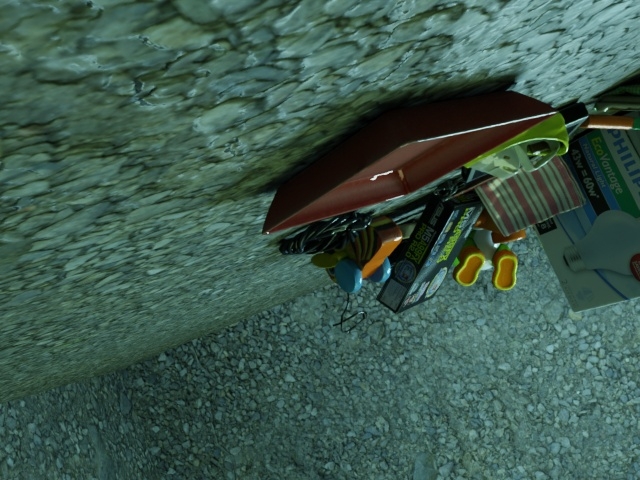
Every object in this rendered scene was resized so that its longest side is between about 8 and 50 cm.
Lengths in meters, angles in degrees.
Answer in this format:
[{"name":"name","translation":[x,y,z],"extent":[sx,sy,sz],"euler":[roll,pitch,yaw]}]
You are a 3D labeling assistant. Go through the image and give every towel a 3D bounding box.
[{"name":"towel","translation":[0.433,-0.098,1.568],"extent":[0.197,0.144,0.029],"euler":[-26,-164,34]}]

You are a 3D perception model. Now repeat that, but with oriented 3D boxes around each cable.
[{"name":"cable","translation":[0.000,0.000,1.342],"extent":[0.151,0.047,0.184],"euler":[-18,173,-34]}]

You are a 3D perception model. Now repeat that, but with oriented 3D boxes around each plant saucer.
[{"name":"plant saucer","translation":[0.089,-0.093,0.836],"extent":[0.259,0.047,0.258],"euler":[-16,172,-39]}]

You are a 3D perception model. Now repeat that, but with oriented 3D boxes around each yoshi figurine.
[{"name":"yoshi figurine","translation":[0.419,0.037,2.060],"extent":[0.203,0.203,0.362],"euler":[-31,-161,14]}]

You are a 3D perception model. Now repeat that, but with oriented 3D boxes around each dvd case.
[{"name":"dvd case","translation":[0.318,-0.152,1.209],"extent":[0.179,0.029,0.239],"euler":[-22,174,7]}]

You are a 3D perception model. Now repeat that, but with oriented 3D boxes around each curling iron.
[{"name":"curling iron","translation":[0.343,-0.136,1.409],"extent":[0.274,0.035,0.068],"euler":[-23,174,10]}]

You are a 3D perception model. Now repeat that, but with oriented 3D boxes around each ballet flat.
[{"name":"ballet flat","translation":[0.254,-0.124,0.998],"extent":[0.231,0.077,0.077],"euler":[-17,173,-35]}]

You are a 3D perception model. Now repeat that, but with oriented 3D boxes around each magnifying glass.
[{"name":"magnifying glass","translation":[0.512,-0.187,1.207],"extent":[0.231,0.026,0.092],"euler":[0,-170,-23]}]

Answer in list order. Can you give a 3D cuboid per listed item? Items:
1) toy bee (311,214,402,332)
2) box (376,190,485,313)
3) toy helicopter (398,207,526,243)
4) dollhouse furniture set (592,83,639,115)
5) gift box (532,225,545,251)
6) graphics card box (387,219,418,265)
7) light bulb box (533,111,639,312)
[{"name":"toy bee","translation":[0.050,0.039,1.534],"extent":[0.195,0.162,0.298],"euler":[-1,136,-49]},{"name":"box","translation":[0.245,0.018,1.631],"extent":[0.216,0.060,0.270],"euler":[-10,130,-60]},{"name":"toy helicopter","translation":[0.332,-0.042,1.795],"extent":[0.355,0.140,0.235],"euler":[-11,-179,6]},{"name":"dollhouse furniture set","translation":[0.584,-0.252,1.087],"extent":[0.302,0.151,0.198],"euler":[12,-167,42]},{"name":"gift box","translation":[0.660,-0.088,1.937],"extent":[0.258,0.255,0.276],"euler":[-23,168,-10]},{"name":"graphics card box","translation":[0.194,0.032,2.103],"extent":[0.233,0.094,0.371],"euler":[-23,173,10]},{"name":"light bulb box","translation":[0.658,-0.068,1.593],"extent":[0.225,0.357,0.361],"euler":[-21,173,-25]}]
